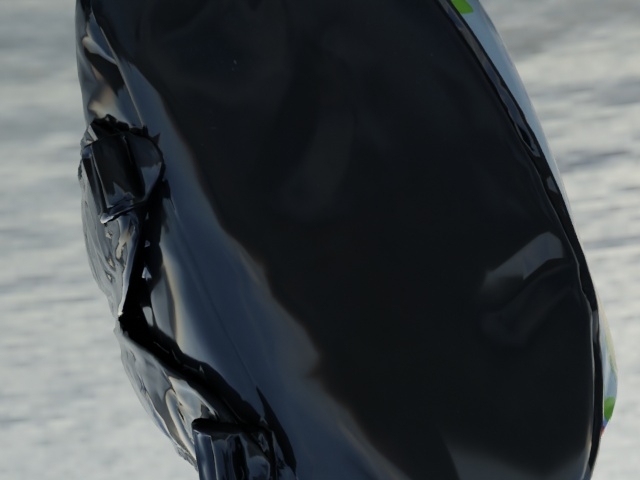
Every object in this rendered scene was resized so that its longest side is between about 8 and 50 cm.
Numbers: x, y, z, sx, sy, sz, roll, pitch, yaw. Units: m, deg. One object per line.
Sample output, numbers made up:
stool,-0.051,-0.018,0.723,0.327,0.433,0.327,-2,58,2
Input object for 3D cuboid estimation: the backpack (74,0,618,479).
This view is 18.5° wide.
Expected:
backpack,0.000,0.000,0.901,0.273,0.290,0.355,-25,180,-21
